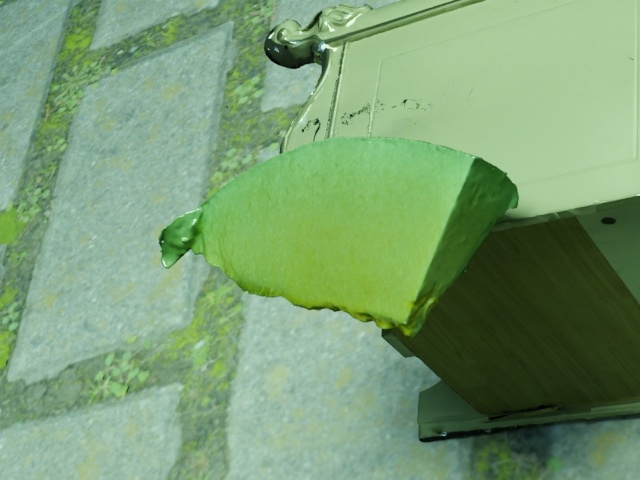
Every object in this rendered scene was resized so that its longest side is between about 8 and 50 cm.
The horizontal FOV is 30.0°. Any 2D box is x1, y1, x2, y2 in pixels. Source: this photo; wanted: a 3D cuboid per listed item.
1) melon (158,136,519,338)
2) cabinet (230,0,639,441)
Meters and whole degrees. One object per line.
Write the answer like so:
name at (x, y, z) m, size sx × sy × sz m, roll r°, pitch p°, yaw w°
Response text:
melon at (-0.001, 0.000, 0.704) m, size 0.261 × 0.053 × 0.114 m, roll -3°, pitch 81°, yaw 43°
cabinet at (0.153, -0.030, 0.822) m, size 0.318 × 0.290 × 0.227 m, roll -13°, pitch 53°, yaw 31°
